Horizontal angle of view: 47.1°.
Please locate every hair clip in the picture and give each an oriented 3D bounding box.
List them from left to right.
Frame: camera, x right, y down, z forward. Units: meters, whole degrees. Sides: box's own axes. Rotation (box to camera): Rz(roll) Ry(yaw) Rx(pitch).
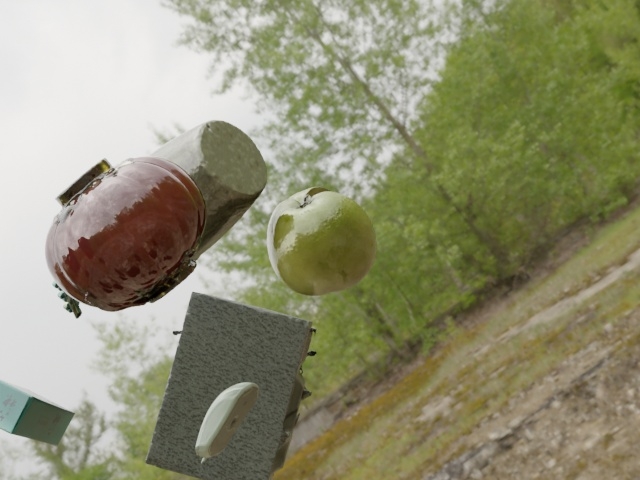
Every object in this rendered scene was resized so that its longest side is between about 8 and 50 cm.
[{"bbox_3d":[-0.540,0.108,1.573,0.049,0.049,0.173,-31,-29,-27],"label":"hair clip"}]

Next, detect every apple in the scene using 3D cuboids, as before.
[{"bbox_3d":[0.000,0.000,1.903,0.292,0.254,0.292,-20,23,9],"label":"apple"}]

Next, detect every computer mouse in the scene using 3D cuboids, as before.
[{"bbox_3d":[-0.189,0.344,1.413,0.181,0.056,0.089,-58,-30,-6],"label":"computer mouse"}]

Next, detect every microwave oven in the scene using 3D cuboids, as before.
[{"bbox_3d":[-0.212,0.381,1.885,0.236,0.374,0.432,85,-161,-84],"label":"microwave oven"}]

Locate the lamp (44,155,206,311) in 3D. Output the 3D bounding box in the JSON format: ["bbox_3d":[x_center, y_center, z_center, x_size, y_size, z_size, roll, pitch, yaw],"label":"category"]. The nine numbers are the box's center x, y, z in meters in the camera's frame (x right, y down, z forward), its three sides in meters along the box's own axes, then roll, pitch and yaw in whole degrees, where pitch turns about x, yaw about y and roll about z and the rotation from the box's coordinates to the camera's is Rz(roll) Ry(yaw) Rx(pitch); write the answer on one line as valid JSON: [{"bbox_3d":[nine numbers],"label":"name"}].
[{"bbox_3d":[-0.346,-0.015,1.317,0.303,0.257,0.303,-37,13,10],"label":"lamp"}]

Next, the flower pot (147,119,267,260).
[{"bbox_3d":[-0.315,-0.123,1.829,0.330,0.293,0.293,-31,-4,37],"label":"flower pot"}]

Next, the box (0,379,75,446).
[{"bbox_3d":[-0.694,0.391,1.692,0.245,0.153,0.092,75,-142,-68],"label":"box"}]
